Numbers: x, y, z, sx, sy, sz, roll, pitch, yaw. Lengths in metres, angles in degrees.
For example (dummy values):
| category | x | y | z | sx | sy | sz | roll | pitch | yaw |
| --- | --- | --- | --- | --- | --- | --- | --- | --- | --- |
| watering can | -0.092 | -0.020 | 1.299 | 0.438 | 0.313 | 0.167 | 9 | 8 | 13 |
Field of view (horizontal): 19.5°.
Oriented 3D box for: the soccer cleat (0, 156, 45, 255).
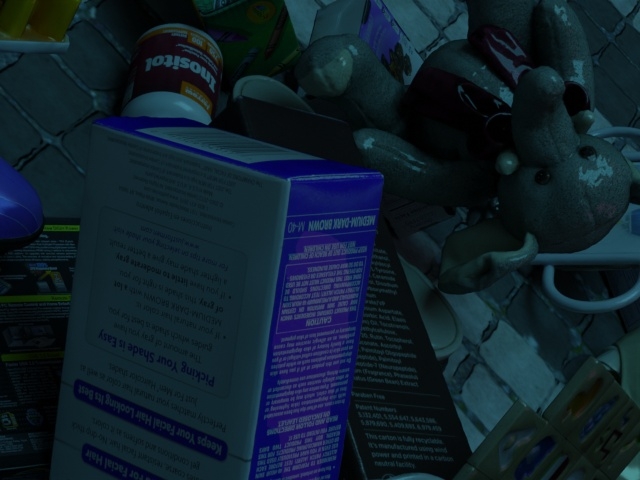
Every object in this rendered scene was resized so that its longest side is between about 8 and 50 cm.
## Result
| category | x | y | z | sx | sy | sz | roll | pitch | yaw |
| --- | --- | --- | --- | --- | --- | --- | --- | --- | --- |
| soccer cleat | -0.332 | -0.102 | 1.342 | 0.318 | 0.116 | 0.108 | 30 | 26 | 1 |

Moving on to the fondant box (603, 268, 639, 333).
| category | x | y | z | sx | sy | sz | roll | pitch | yaw |
| --- | --- | --- | --- | --- | --- | --- | --- | --- | --- |
| fondant box | 0.511 | 0.001 | 2.036 | 0.238 | 0.330 | 0.096 | 12 | 49 | -40 |

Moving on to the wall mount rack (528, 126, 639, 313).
| category | x | y | z | sx | sy | sz | roll | pitch | yaw |
| --- | --- | --- | --- | --- | --- | --- | --- | --- | --- |
| wall mount rack | 0.348 | -0.072 | 1.980 | 0.350 | 0.304 | 0.130 | -71 | 154 | -52 |

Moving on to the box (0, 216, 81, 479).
| category | x | y | z | sx | sy | sz | roll | pitch | yaw |
| --- | --- | --- | --- | --- | --- | --- | --- | --- | --- |
| box | -0.228 | 0.084 | 1.391 | 0.270 | 0.060 | 0.216 | 0 | 57 | -48 |

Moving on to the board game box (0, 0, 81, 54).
| category | x | y | z | sx | sy | sz | roll | pitch | yaw |
| --- | --- | --- | --- | --- | --- | --- | --- | --- | --- |
| board game box | -0.420 | -0.261 | 1.356 | 0.390 | 0.050 | 0.390 | 38 | 20 | 22 |

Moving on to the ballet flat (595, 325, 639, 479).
| category | x | y | z | sx | sy | sz | roll | pitch | yaw |
| --- | --- | --- | --- | --- | --- | --- | --- | --- | --- |
| ballet flat | 0.293 | 0.165 | 1.870 | 0.086 | 0.086 | 0.248 | 36 | 37 | -18 |

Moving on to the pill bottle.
| category | x | y | z | sx | sy | sz | roll | pitch | yaw |
| --- | --- | --- | --- | --- | --- | --- | --- | --- | --- |
| pill bottle | -0.135 | -0.118 | 1.664 | 0.086 | 0.086 | 0.152 | 30 | 38 | -24 |

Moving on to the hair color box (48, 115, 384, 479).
| category | x | y | z | sx | sy | sz | roll | pitch | yaw |
| --- | --- | --- | --- | --- | --- | --- | --- | --- | --- |
| hair color box | -0.079 | 0.099 | 1.267 | 0.185 | 0.339 | 0.110 | 18 | 14 | 38 |

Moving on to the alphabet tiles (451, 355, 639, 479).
| category | x | y | z | sx | sy | sz | roll | pitch | yaw |
| --- | --- | --- | --- | --- | --- | --- | --- | --- | --- |
| alphabet tiles | 0.142 | 0.226 | 1.415 | 0.011 | 0.285 | 0.342 | 40 | -1 | 27 |

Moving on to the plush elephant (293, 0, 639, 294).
| category | x | y | z | sx | sy | sz | roll | pitch | yaw |
| --- | --- | --- | --- | --- | --- | --- | --- | --- | --- |
| plush elephant | 0.178 | -0.091 | 1.677 | 0.255 | 0.272 | 0.330 | 32 | -30 | 56 |

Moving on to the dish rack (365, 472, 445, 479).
| category | x | y | z | sx | sy | sz | roll | pitch | yaw |
| --- | --- | --- | --- | --- | --- | --- | --- | --- | --- |
| dish rack | -0.052 | 0.302 | 1.178 | 0.333 | 0.285 | 0.072 | -17 | 24 | -28 |

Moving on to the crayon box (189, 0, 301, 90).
| category | x | y | z | sx | sy | sz | roll | pitch | yaw |
| --- | --- | --- | --- | --- | --- | --- | --- | --- | --- |
| crayon box | -0.114 | -0.302 | 1.795 | 0.165 | 0.081 | 0.278 | 68 | -3 | -67 |

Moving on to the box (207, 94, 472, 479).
| category | x | y | z | sx | sy | sz | roll | pitch | yaw |
| --- | --- | --- | --- | --- | --- | --- | --- | --- | --- |
| box | -0.025 | 0.096 | 1.488 | 0.143 | 0.191 | 0.381 | 9 | 52 | -43 |

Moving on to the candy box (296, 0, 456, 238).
| category | x | y | z | sx | sy | sz | roll | pitch | yaw |
| --- | --- | --- | --- | --- | --- | --- | --- | --- | --- |
| candy box | 0.065 | -0.129 | 1.858 | 0.196 | 0.070 | 0.165 | 52 | 29 | -29 |

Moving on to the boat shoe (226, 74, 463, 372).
| category | x | y | z | sx | sy | sz | roll | pitch | yaw |
| --- | --- | --- | --- | --- | --- | --- | --- | --- | --- |
| boat shoe | 0.000 | 0.000 | 1.712 | 0.112 | 0.095 | 0.335 | -17 | 65 | -44 |
